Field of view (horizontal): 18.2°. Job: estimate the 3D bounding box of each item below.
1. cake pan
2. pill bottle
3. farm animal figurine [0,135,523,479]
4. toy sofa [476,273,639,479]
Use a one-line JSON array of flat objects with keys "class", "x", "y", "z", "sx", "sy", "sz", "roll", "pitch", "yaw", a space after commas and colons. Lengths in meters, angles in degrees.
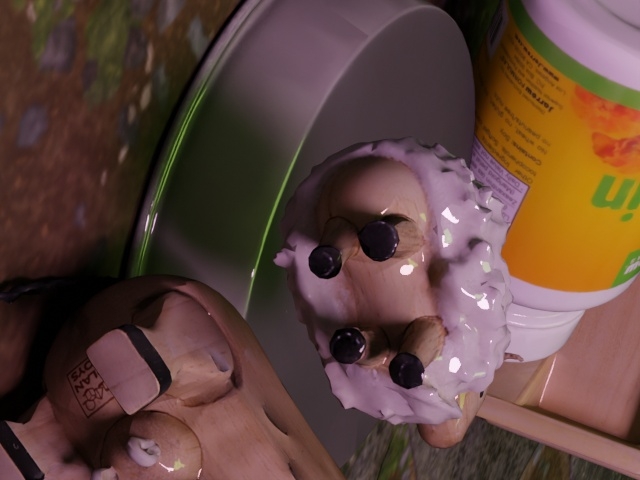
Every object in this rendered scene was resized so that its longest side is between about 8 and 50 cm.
[{"class": "cake pan", "x": 0.000, "y": 0.000, "z": 0.981, "sx": 0.293, "sy": 0.054, "sz": 0.293, "roll": -49, "pitch": 149, "yaw": -44}, {"class": "pill bottle", "x": 0.137, "y": -0.048, "z": 1.112, "sx": 0.136, "sy": 0.136, "sz": 0.246, "roll": -47, "pitch": 164, "yaw": -45}, {"class": "farm animal figurine", "x": -0.031, "y": 0.154, "z": 0.815, "sx": 0.327, "sy": 0.330, "sz": 0.172, "roll": 69, "pitch": 18, "yaw": 0}, {"class": "toy sofa", "x": 0.230, "y": -0.022, "z": 1.373, "sx": 0.177, "sy": 0.150, "sz": 0.363, "roll": 18, "pitch": 90, "yaw": -67}]
